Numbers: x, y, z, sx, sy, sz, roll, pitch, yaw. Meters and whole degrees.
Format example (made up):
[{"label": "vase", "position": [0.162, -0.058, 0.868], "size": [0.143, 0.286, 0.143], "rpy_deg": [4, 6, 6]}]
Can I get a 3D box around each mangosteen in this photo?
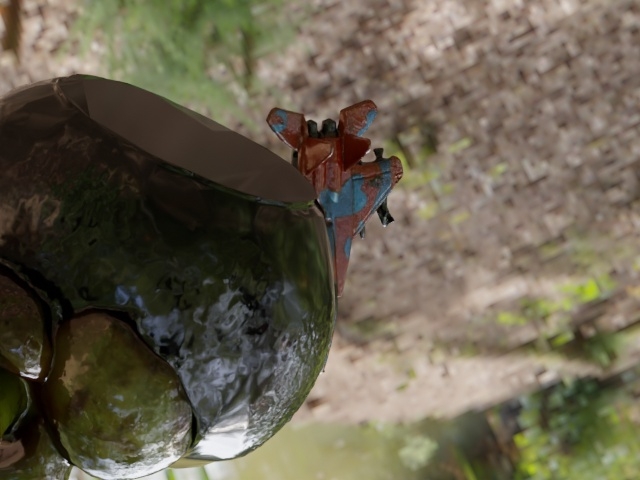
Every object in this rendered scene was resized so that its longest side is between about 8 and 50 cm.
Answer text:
[{"label": "mangosteen", "position": [-0.131, 0.034, 1.057], "size": [0.287, 0.287, 0.233], "rpy_deg": [8, 121, -52]}]

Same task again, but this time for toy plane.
[{"label": "toy plane", "position": [-0.002, -0.001, 1.221], "size": [0.130, 0.061, 0.189], "rpy_deg": [-8, 114, -32]}]
